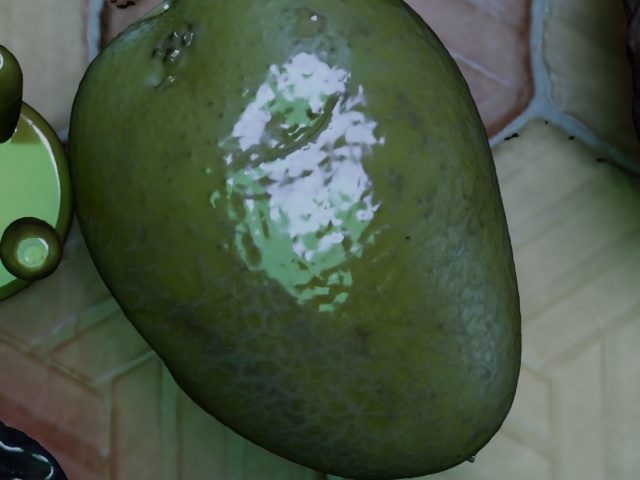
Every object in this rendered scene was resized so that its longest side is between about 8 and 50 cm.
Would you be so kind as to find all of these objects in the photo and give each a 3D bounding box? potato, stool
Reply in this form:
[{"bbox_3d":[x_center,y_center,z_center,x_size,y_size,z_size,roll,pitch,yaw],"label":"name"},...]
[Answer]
[{"bbox_3d":[0.000,0.000,0.571,0.174,0.159,0.251,-27,100,20],"label":"potato"},{"bbox_3d":[-0.170,-0.024,0.580,0.135,0.110,0.134,32,87,-2],"label":"stool"}]

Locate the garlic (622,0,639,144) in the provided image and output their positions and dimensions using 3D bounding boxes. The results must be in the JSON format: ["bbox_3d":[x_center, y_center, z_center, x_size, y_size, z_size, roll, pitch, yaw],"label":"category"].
[{"bbox_3d":[0.231,-0.096,0.594,0.245,0.160,0.244,2,84,-24],"label":"garlic"}]

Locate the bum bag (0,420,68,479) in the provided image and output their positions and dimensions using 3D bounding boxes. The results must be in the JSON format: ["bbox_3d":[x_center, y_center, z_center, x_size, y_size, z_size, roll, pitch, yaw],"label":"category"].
[{"bbox_3d":[-0.250,0.065,0.574,0.310,0.137,0.074,28,47,-1],"label":"bum bag"}]
